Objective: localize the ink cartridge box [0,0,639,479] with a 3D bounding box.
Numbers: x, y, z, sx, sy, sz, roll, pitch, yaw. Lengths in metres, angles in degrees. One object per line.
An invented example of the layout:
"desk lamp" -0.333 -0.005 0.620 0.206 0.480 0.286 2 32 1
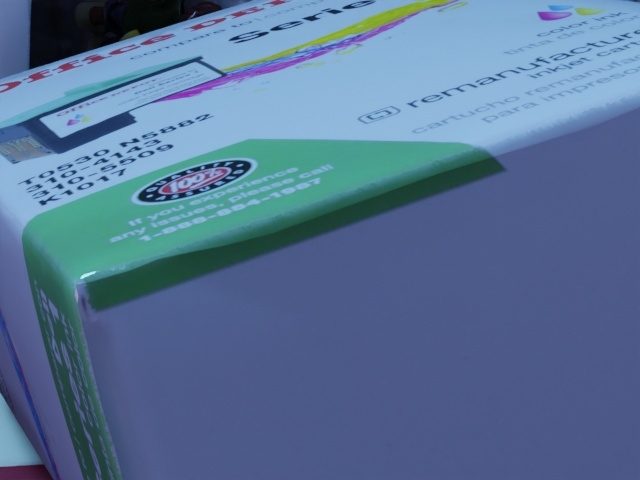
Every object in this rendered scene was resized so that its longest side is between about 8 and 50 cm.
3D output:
"ink cartridge box" 0.000 0.000 0.550 0.278 0.201 0.117 -148 42 -66

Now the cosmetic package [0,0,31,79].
"cosmetic package" -0.214 -0.018 0.893 0.284 0.097 0.377 -122 33 -54

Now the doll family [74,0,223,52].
"doll family" -0.076 -0.029 0.820 0.111 0.076 0.193 7 115 46

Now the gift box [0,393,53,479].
"gift box" -0.060 0.158 0.732 0.255 0.258 0.276 113 149 -41
